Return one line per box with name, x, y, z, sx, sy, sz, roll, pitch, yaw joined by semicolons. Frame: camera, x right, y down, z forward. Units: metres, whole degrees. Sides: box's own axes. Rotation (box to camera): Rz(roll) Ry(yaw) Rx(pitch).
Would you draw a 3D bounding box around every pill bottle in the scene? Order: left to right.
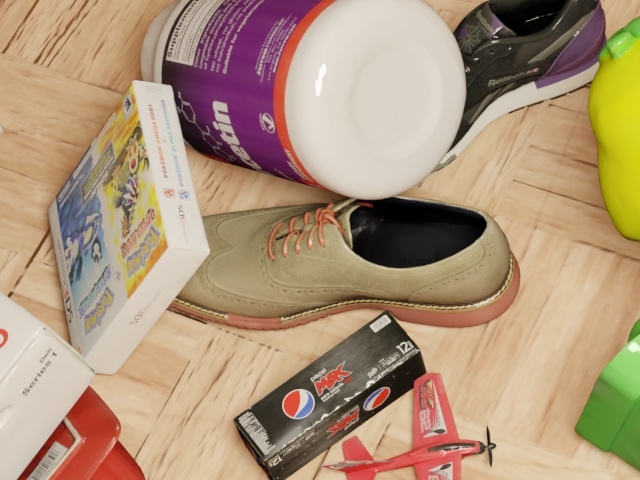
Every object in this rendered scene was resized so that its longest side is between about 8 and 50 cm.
pill bottle;-0.030;-0.147;1.670;0.181;0.181;0.323;-49;33;-17

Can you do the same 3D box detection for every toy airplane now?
toy airplane;0.077;0.190;1.584;0.151;0.028;0.151;-6;57;9

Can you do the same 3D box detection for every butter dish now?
butter dish;-0.205;0.224;1.580;0.160;0.118;0.160;-50;23;-4

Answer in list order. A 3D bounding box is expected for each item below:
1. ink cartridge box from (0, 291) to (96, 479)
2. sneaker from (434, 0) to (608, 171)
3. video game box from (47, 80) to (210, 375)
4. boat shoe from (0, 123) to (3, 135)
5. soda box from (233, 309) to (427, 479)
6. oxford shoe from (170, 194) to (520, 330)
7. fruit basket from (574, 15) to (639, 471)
ink cartridge box;-0.362;0.107;1.571;0.278;0.117;0.201;31;79;29
sneaker;0.134;-0.166;1.725;0.283;0.124;0.107;-30;58;-6
video game box;-0.178;-0.009;1.669;0.048;0.205;0.187;5;52;-33
boat shoe;-0.380;-0.093;1.790;0.156;0.136;0.367;-16;61;3
soda box;0.010;0.137;1.611;0.169;0.060;0.053;-34;60;-10
oxford shoe;0.000;0.000;1.653;0.348;0.130;0.123;-2;59;11
fruit basket;0.340;0.001;1.485;0.392;0.283;0.392;0;71;1
